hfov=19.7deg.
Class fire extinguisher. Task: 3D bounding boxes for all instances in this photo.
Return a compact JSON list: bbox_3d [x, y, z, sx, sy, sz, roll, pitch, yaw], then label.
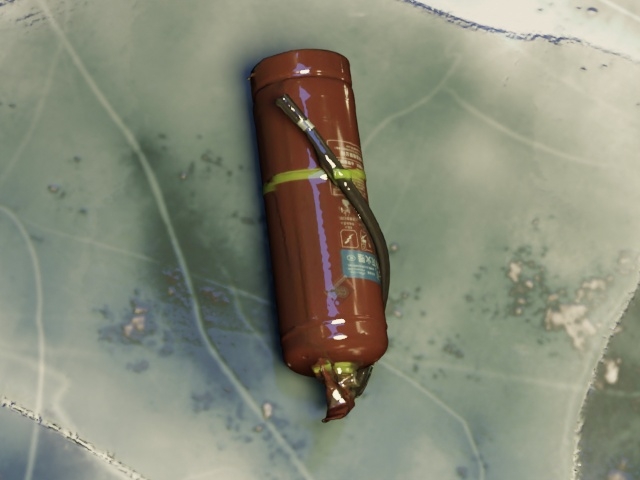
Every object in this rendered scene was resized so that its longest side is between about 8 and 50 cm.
[{"bbox_3d":[0.000,0.000,1.611,0.105,0.141,0.341,-14,71,19],"label":"fire extinguisher"}]
